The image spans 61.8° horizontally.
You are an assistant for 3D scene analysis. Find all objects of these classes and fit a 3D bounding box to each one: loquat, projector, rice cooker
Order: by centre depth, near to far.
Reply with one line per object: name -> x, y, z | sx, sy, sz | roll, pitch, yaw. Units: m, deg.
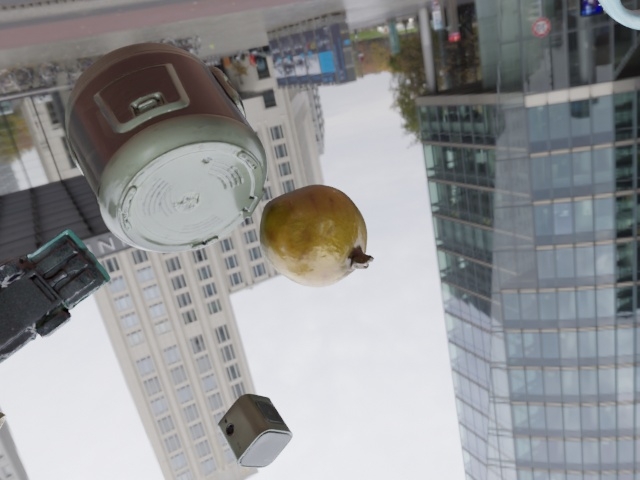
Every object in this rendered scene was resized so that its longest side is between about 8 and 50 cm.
projector -> -0.108, 0.315, 0.885 | 0.083, 0.083, 0.082 | -52, -133, 7
rice cooker -> -0.289, -0.183, 1.009 | 0.335, 0.335, 0.325 | -20, -124, -22
loquat -> 0.000, 0.000, 1.047 | 0.246, 0.213, 0.213 | 28, -140, 35

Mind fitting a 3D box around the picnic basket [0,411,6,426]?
picnic basket -> -0.686, 0.399, 0.862 | 0.175, 0.312, 0.228 | 33, -173, -4

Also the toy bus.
toy bus -> -0.351, 0.095, 0.554 | 0.262, 0.091, 0.109 | -41, -164, -26

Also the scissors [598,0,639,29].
scissors -> 0.209, -0.274, 0.490 | 0.361, 0.191, 0.029 | -6, -137, 1
